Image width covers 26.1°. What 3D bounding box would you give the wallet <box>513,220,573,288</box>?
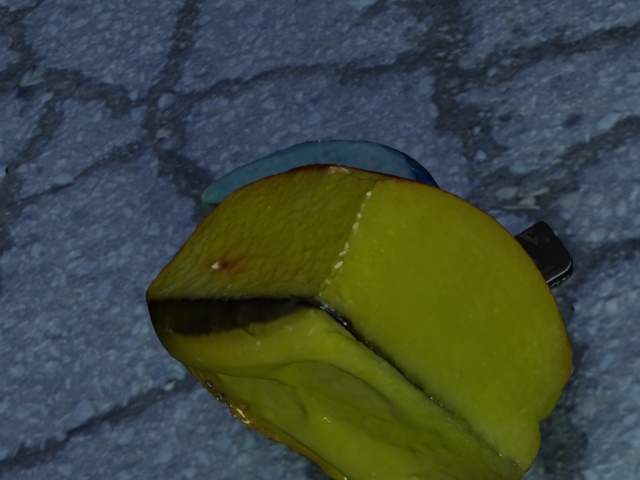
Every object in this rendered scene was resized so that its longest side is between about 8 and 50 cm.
[{"bbox_3d":[0.200,0.043,1.522,0.156,0.018,0.082,-29,52,-1],"label":"wallet"}]

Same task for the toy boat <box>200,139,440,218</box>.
[{"bbox_3d":[0.000,0.000,1.591,0.329,0.123,0.215,-14,49,27],"label":"toy boat"}]

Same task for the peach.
[{"bbox_3d":[0.035,0.081,1.364,0.306,0.380,0.242,-39,23,54],"label":"peach"}]
